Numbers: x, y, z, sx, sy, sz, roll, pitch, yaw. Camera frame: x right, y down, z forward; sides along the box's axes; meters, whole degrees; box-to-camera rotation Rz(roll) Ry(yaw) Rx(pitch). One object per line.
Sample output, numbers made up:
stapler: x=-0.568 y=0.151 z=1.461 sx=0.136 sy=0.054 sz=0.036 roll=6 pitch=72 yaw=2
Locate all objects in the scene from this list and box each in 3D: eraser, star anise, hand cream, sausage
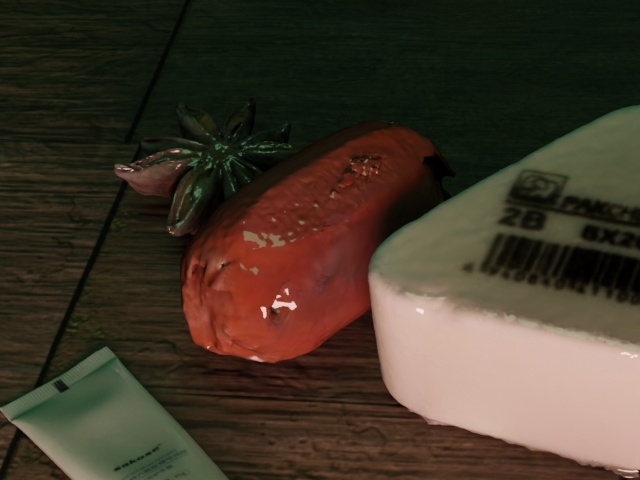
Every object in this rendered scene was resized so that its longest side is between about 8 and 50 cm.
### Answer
eraser: x=0.193 y=0.051 z=1.593 sx=0.331 sy=0.150 sz=0.331 roll=-7 pitch=42 yaw=6
star anise: x=-0.089 y=-0.061 z=1.836 sx=0.182 sy=0.065 sz=0.195 roll=21 pitch=46 yaw=23
hand cream: x=-0.143 y=0.183 z=1.586 sx=0.109 sy=0.067 sz=0.320 roll=-31 pitch=41 yaw=-20
sausage: x=0.000 y=0.000 z=1.686 sx=0.279 sy=0.152 sz=0.152 roll=-34 pitch=47 yaw=-28
